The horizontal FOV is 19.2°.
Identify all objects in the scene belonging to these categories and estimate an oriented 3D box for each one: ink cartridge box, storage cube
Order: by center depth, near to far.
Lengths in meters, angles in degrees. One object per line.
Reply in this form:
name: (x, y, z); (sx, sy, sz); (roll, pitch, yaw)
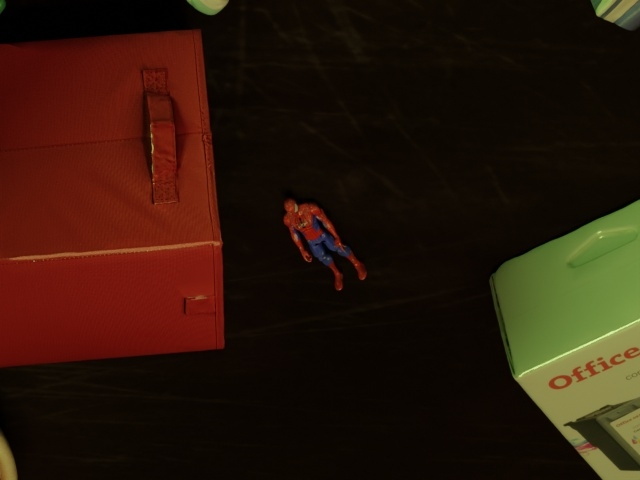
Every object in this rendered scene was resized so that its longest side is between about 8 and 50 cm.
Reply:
storage cube: (-0.173, -0.026, 1.399); (0.193, 0.184, 0.215); (-4, 154, -6)
ink cartridge box: (0.321, 0.111, 1.694); (0.226, 0.131, 0.306); (-27, 135, 18)

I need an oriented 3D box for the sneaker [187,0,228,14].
sneaker: (-0.094, -0.208, 1.364); (0.098, 0.038, 0.069); (19, 129, -38)

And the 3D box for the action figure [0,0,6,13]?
action figure: (-0.312, -0.166, 1.350); (0.232, 0.063, 0.137); (-19, 134, 16)

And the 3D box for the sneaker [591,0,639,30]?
sneaker: (0.332, -0.255, 1.317); (0.182, 0.127, 0.315); (21, 127, -25)

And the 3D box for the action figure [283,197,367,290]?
action figure: (0.000, 0.000, 1.601); (0.038, 0.030, 0.115); (-22, 133, 20)

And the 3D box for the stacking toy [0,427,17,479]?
stacking toy: (-0.428, 0.359, 1.575); (0.350, 0.480, 0.351); (-5, 137, -5)
